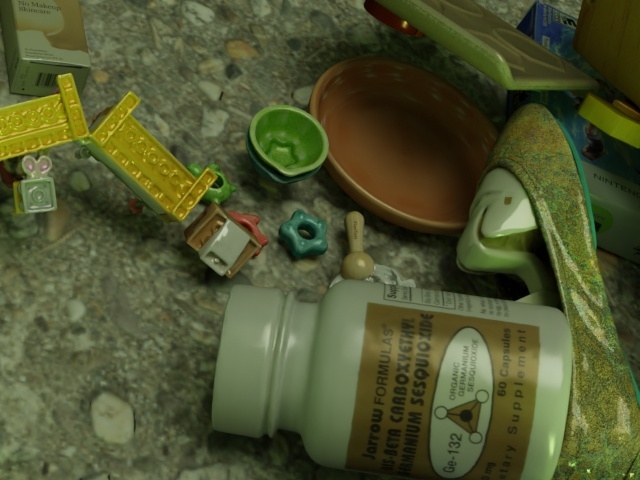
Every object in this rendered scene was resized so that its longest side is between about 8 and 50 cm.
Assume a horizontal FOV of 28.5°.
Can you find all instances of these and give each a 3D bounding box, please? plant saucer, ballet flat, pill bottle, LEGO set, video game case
[{"bbox_3d":[0.077,-0.081,1.124,0.200,0.037,0.200,15,47,-17],"label":"plant saucer"},{"bbox_3d":[0.168,0.040,0.998,0.123,0.123,0.349,3,63,-28],"label":"ballet flat"},{"bbox_3d":[0.046,0.095,0.861,0.229,0.131,0.131,8,47,2],"label":"pill bottle"},{"bbox_3d":[-0.186,-0.048,0.931,0.287,0.107,0.132,7,85,-30],"label":"LEGO set"},{"bbox_3d":[0.304,-0.097,1.250,0.244,0.061,0.269,23,45,-12],"label":"video game case"}]

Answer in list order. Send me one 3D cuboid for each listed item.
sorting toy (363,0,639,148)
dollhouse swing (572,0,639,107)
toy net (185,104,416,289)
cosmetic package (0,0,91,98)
[{"bbox_3d":[0.160,-0.159,1.112,0.307,0.041,0.229,39,21,24],"label":"sorting toy"},{"bbox_3d":[0.444,-0.173,1.088,0.305,0.315,0.347,0,29,-18],"label":"dollhouse swing"},{"bbox_3d":[0.000,0.000,1.001,0.122,0.045,0.232,-30,73,-36],"label":"toy net"},{"bbox_3d":[-0.227,-0.172,1.028,0.060,0.041,0.115,2,53,-28],"label":"cosmetic package"}]
